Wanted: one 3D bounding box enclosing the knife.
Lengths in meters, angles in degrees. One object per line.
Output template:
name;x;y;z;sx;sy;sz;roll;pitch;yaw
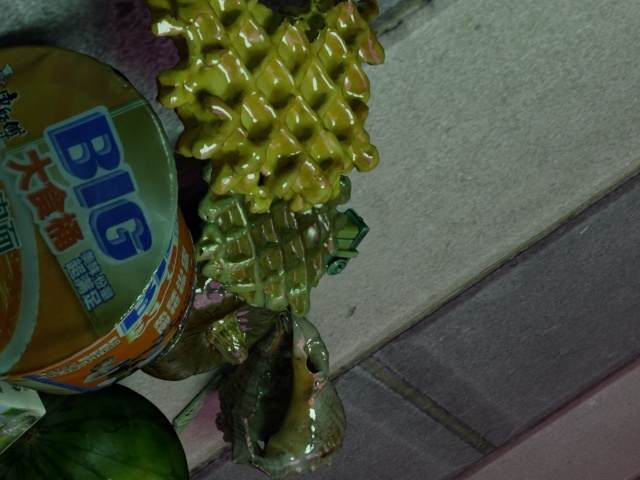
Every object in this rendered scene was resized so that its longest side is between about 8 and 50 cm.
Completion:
knife;-0.180;0.235;2.192;0.030;0.014;0.207;3;136;-48

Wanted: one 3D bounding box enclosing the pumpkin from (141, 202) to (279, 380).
pumpkin;-0.128;0.065;1.792;0.219;0.162;0.219;-28;156;-14

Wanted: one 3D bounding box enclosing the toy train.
toy train;0.000;0.000;1.937;0.122;0.050;0.081;3;127;-50

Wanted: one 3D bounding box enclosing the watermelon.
watermelon;-0.268;0.276;1.925;0.242;0.242;0.242;-24;152;-13

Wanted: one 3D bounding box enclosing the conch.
conch;-0.050;0.197;2.105;0.163;0.178;0.245;8;118;8

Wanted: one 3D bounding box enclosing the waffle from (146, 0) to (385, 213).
waffle;-0.035;-0.151;1.436;0.069;0.259;0.293;-7;171;37

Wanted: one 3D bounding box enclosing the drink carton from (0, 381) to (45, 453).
drink carton;-0.469;0.215;1.731;0.324;0.132;0.194;-41;151;16

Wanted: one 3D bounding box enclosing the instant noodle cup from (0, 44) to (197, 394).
instant noodle cup;-0.237;0.003;1.465;0.296;0.296;0.214;-31;160;0

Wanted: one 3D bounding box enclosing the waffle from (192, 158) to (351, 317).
waffle;-0.047;-0.036;1.694;0.054;0.208;0.214;4;164;39
